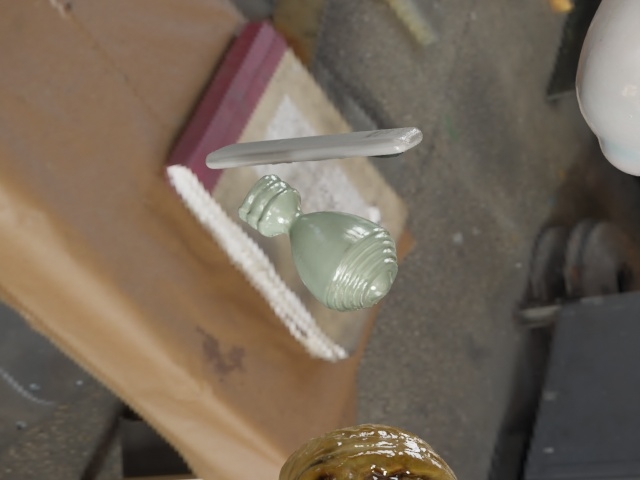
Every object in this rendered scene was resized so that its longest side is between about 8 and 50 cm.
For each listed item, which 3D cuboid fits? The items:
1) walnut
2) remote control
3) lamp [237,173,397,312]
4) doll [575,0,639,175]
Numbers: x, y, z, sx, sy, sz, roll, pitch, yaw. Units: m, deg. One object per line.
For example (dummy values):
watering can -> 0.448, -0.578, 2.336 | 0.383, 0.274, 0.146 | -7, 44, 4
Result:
walnut -> 0.053, 0.259, 1.311 | 0.155, 0.184, 0.155 | -6, 90, -90
remote control -> -0.009, -0.102, 1.513 | 0.067, 0.261, 0.029 | -33, 116, -58
lamp -> 0.000, 0.000, 1.432 | 0.106, 0.193, 0.106 | -42, 156, -24
doll -> 0.317, -0.128, 0.993 | 0.251, 0.221, 0.221 | 21, 64, -69
